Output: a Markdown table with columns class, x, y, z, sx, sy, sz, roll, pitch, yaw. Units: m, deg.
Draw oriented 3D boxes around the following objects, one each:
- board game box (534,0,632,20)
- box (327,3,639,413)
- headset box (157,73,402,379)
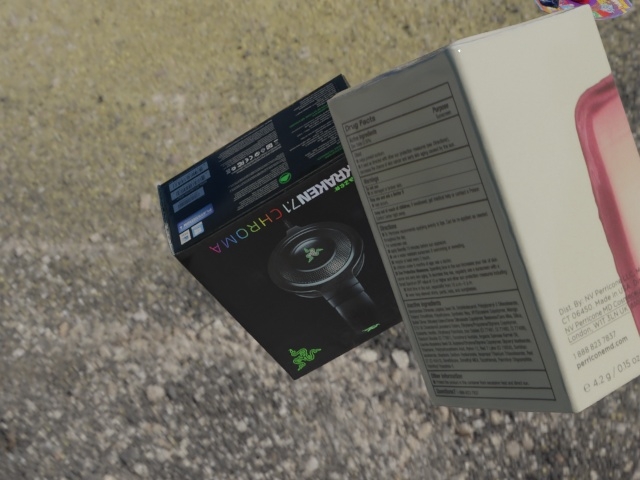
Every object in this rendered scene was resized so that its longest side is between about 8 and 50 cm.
| class | x | y | z | sx | sy | sz | roll | pitch | yaw |
| --- | --- | --- | --- | --- | --- | --- | --- | --- | --- |
| board game box | 0.343 | -0.353 | 1.359 | 0.133 | 0.033 | 0.169 | -4 | 44 | -11 |
| box | 0.124 | -0.016 | 0.671 | 0.127 | 0.232 | 0.148 | -22 | 5 | -31 |
| headset box | 0.000 | 0.000 | 1.149 | 0.246 | 0.283 | 0.131 | -29 | 43 | 9 |
